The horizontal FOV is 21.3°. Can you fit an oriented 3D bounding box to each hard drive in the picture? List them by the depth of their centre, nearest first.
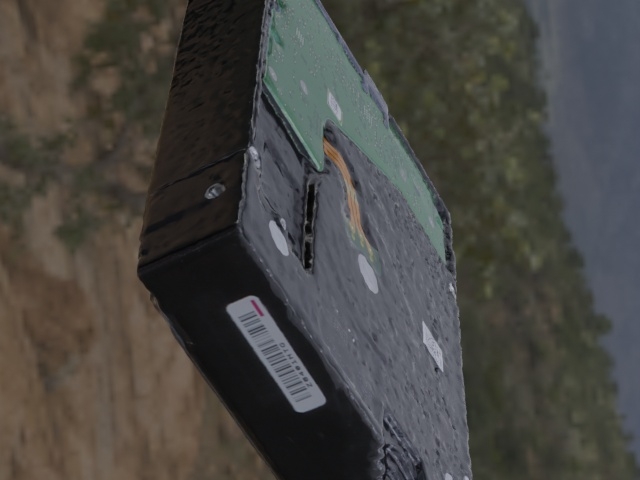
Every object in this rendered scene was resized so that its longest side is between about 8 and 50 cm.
[{"bbox_3d":[0.000,0.000,0.906,0.237,0.064,0.339,57,19,-29],"label":"hard drive"}]
